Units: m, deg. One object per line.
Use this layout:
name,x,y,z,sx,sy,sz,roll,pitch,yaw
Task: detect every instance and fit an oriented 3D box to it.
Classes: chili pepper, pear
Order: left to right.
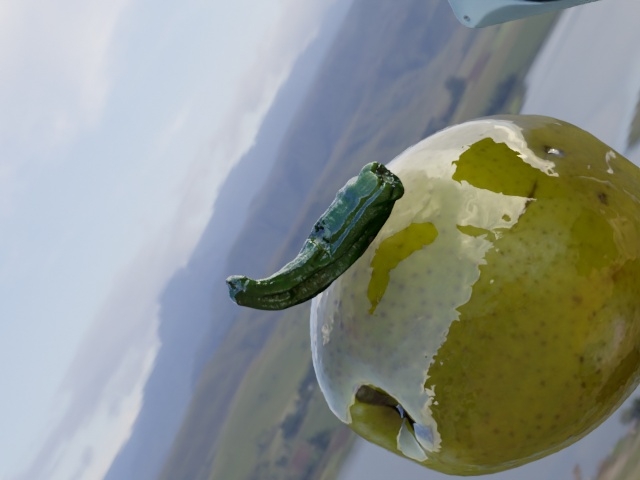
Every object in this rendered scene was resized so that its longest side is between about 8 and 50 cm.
chili pepper,0.000,0.003,1.059,0.182,0.050,0.073,-42,-25,1
pear,0.177,0.048,1.227,0.418,0.362,0.362,-45,-11,-27

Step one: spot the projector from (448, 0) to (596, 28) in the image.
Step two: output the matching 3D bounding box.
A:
projector,0.183,-0.330,1.075,0.257,0.259,0.079,-5,33,46
